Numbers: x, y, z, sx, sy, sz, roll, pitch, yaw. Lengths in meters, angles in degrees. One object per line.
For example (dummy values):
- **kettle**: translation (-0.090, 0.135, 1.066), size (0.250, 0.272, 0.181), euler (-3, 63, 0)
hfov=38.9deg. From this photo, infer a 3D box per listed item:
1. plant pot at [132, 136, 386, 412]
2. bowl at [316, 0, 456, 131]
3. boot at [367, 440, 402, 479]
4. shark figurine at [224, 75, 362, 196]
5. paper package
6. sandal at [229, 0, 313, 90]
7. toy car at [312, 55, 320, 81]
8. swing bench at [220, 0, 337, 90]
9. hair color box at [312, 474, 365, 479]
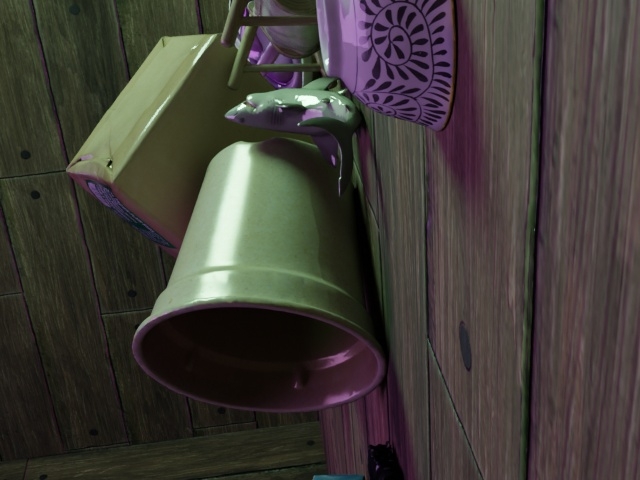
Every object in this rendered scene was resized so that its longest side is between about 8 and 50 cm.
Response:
- **plant pot**: translation (-0.072, 0.037, 1.270), size (0.333, 0.334, 0.305), euler (89, -176, -57)
- **bowl**: translation (0.040, -0.159, 0.654), size (0.170, 0.080, 0.170), euler (173, 90, -88)
- **boot**: translation (0.084, 0.335, 1.197), size (0.099, 0.045, 0.121), euler (-121, 32, -77)
- **shark figurine**: translation (0.008, -0.139, 1.178), size (0.278, 0.166, 0.116), euler (30, 137, 56)
- **paper package**: translation (-0.182, -0.125, 1.472), size (0.168, 0.309, 0.325), euler (13, 156, 48)
- **sandal**: translation (-0.102, -0.385, 1.576), size (0.169, 0.102, 0.416), euler (18, 115, 38)
- **toy car**: translation (-0.061, -0.313, 1.720), size (0.155, 0.149, 0.188), euler (-116, 28, -42)
- **swing bench**: translation (-0.055, -0.360, 1.250), size (0.253, 0.165, 0.254), euler (124, 144, -86)
- **hair color box**: translation (0.016, 0.575, 1.580), size (0.347, 0.105, 0.173), euler (-59, -37, -69)
